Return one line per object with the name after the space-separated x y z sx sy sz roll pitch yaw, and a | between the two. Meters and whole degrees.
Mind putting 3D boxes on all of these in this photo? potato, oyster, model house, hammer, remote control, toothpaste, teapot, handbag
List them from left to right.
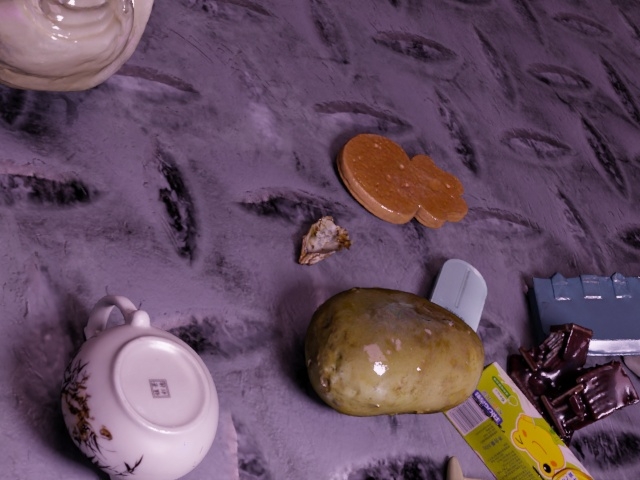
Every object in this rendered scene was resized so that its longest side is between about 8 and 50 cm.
-0.238 0.198 1.309 0.208 0.166 0.299 -1 49 -30 | teapot
0.000 0.001 1.742 0.132 0.029 0.086 -11 56 -39 | oyster
0.114 0.177 1.562 0.307 0.173 0.210 10 35 -25 | potato
0.234 0.127 1.795 0.104 0.052 0.247 35 42 -6 | remote control
0.295 0.378 1.588 0.195 0.028 0.060 7 43 1 | hammer
0.340 0.356 1.661 0.327 0.077 0.110 51 39 10 | toothpaste
0.442 0.243 1.776 0.141 0.164 0.203 -5 57 -47 | model house
0.523 0.136 1.932 0.229 0.062 0.179 -2 49 0 | handbag

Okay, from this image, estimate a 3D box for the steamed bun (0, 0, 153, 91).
-0.425 -0.360 1.563 0.352 0.247 0.339 16 46 26 | steamed bun

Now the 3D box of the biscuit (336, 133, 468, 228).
0.158 -0.110 1.950 0.289 0.044 0.202 13 49 -32 | biscuit

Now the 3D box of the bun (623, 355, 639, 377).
0.691 0.213 2.006 0.263 0.175 0.263 21 67 -62 | bun
